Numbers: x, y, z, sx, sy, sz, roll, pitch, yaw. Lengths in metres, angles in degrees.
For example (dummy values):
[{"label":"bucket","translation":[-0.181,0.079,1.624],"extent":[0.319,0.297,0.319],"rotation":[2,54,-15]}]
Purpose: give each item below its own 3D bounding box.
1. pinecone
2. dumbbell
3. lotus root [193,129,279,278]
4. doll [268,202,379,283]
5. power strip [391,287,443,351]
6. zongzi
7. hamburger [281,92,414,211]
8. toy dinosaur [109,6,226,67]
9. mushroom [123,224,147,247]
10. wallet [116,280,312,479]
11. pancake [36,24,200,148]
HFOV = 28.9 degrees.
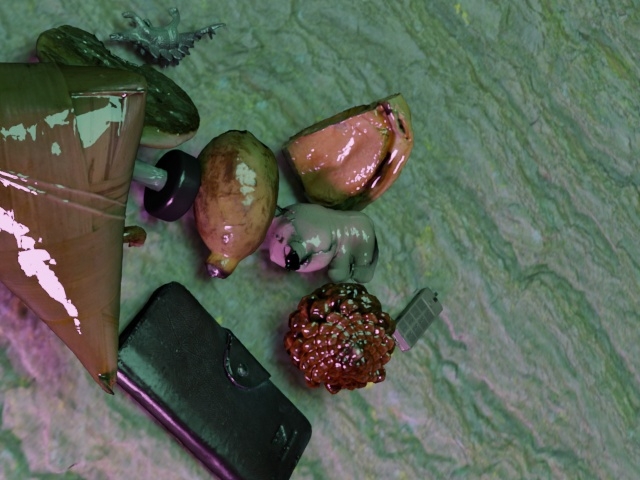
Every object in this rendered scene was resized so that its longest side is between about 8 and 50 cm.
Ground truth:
[{"label":"pinecone","translation":[0.027,0.130,1.770],"extent":[0.173,0.173,0.173],"rotation":[17,63,-36]},{"label":"dumbbell","translation":[-0.259,-0.101,1.641],"extent":[0.191,0.100,0.100],"rotation":[25,58,-33]},{"label":"lotus root","translation":[-0.121,-0.051,1.727],"extent":[0.138,0.138,0.214],"rotation":[10,82,-38]},{"label":"doll","translation":[0.000,0.000,1.814],"extent":[0.192,0.095,0.149],"rotation":[3,41,-34]},{"label":"power strip","translation":[0.155,0.121,1.973],"extent":[0.051,0.019,0.136],"rotation":[54,48,-9]},{"label":"zongzi","translation":[-0.427,-0.028,1.403],"extent":[0.447,0.181,0.418],"rotation":[1,94,-14]},{"label":"hamburger","translation":[0.069,-0.137,1.870],"extent":[0.155,0.208,0.135],"rotation":[57,30,-5]},{"label":"toy dinosaur","translation":[-0.218,-0.293,1.794],"extent":[0.209,0.039,0.082],"rotation":[-18,86,-44]},{"label":"mushroom","translation":[-0.300,0.006,1.575],"extent":[0.170,0.080,0.135],"rotation":[-5,85,-33]},{"label":"wallet","translation":[-0.139,0.211,1.663],"extent":[0.318,0.045,0.172],"rotation":[48,50,-18]},{"label":"pancake","translation":[-0.268,-0.201,1.640],"extent":[0.253,0.037,0.253],"rotation":[32,23,-15]}]
